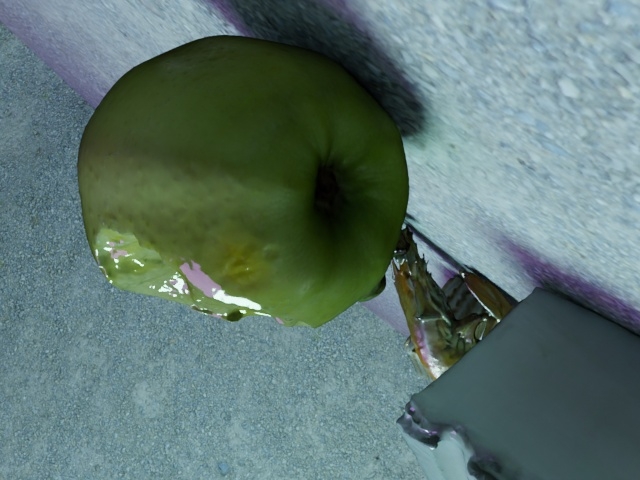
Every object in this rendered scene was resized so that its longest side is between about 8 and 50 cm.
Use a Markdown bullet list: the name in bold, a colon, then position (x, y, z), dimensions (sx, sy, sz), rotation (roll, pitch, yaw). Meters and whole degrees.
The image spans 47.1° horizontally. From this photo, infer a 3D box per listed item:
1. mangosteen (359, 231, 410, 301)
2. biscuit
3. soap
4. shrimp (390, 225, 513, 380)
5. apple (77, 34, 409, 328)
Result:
- **mangosteen**: position (-0.010, -0.005, 0.955), dimensions (0.216, 0.216, 0.216), rotation (37, 174, 4)
- **biscuit**: position (0.209, 0.169, 1.223), dimensions (0.079, 0.144, 0.426), rotation (34, 175, 17)
- **soap**: position (0.316, 0.301, 0.799), dimensions (0.350, 0.213, 0.435), rotation (27, 155, 37)
- **shrimp**: position (0.170, 0.092, 0.966), dimensions (0.248, 0.150, 0.068), rotation (56, -160, -1)
- **apple**: position (-0.058, -0.044, 0.614), dimensions (0.279, 0.279, 0.279), rotation (37, 174, 4)
